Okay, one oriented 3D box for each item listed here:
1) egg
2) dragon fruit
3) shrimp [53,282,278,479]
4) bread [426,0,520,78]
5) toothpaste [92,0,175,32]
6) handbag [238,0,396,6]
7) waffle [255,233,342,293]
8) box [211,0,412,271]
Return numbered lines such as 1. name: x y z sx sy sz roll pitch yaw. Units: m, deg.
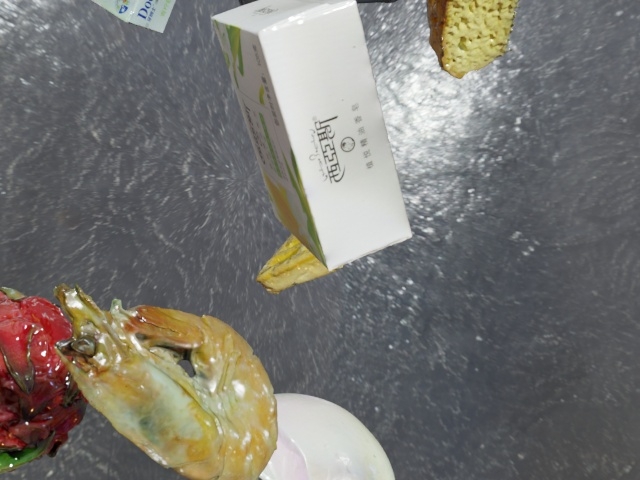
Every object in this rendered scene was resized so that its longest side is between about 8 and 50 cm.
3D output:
1. egg: 0.012 0.327 1.089 0.206 0.162 0.271 -22 86 -34
2. dragon fruit: -0.418 0.156 1.027 0.234 0.234 0.293 -25 71 -3
3. shrimp: -0.102 0.092 0.543 0.051 0.115 0.217 -21 130 32
4. bread: 0.225 -0.385 1.187 0.129 0.260 0.134 -14 55 -12
5. toothpaste: -0.321 -0.385 1.062 0.336 0.067 0.081 36 109 31
6. handbag: -0.006 -0.458 1.263 0.275 0.302 0.177 -14 110 1
7. waffle: 0.000 0.000 1.440 0.168 0.274 0.057 -24 106 30
8. box: -0.011 -0.125 0.843 0.111 0.194 0.260 -24 115 -11
